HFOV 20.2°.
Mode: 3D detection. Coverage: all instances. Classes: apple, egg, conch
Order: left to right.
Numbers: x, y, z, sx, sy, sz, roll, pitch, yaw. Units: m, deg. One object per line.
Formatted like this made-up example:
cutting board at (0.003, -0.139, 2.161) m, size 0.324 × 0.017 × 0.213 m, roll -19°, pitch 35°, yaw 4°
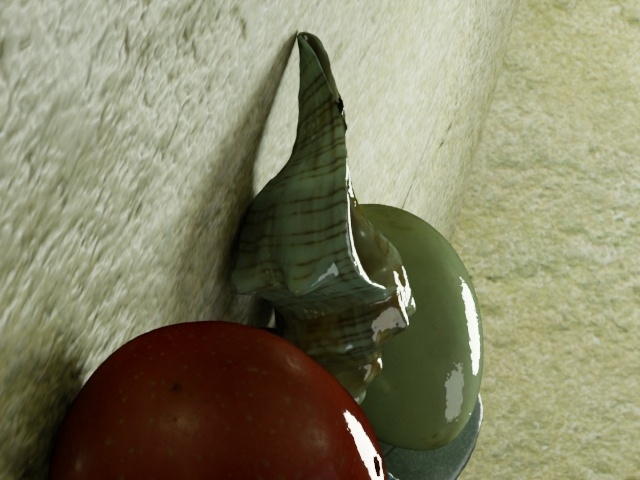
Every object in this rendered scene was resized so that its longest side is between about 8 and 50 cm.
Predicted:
apple at (-0.077, 0.185, 1.354) m, size 0.260 × 0.260 × 0.216 m, roll 98°, pitch -10°, yaw -46°
conch at (-0.013, 0.006, 1.734) m, size 0.203 × 0.170 × 0.386 m, roll -121°, pitch -170°, yaw -73°
egg at (0.070, 0.097, 1.957) m, size 0.218 × 0.218 × 0.295 m, roll 92°, pitch -22°, yaw -58°

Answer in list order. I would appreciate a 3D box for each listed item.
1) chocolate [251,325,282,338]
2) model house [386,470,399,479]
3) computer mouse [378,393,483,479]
chocolate at (-0.055, 0.176, 1.903) m, size 0.248 × 0.110 × 0.110 m, roll 94°, pitch 17°, yaw -55°
model house at (-0.015, 0.327, 1.738) m, size 0.194 × 0.325 × 0.267 m, roll 93°, pitch 18°, yaw -51°
computer mouse at (0.032, 0.274, 2.090) m, size 0.374 × 0.203 × 0.114 m, roll -48°, pitch 169°, yaw -2°
